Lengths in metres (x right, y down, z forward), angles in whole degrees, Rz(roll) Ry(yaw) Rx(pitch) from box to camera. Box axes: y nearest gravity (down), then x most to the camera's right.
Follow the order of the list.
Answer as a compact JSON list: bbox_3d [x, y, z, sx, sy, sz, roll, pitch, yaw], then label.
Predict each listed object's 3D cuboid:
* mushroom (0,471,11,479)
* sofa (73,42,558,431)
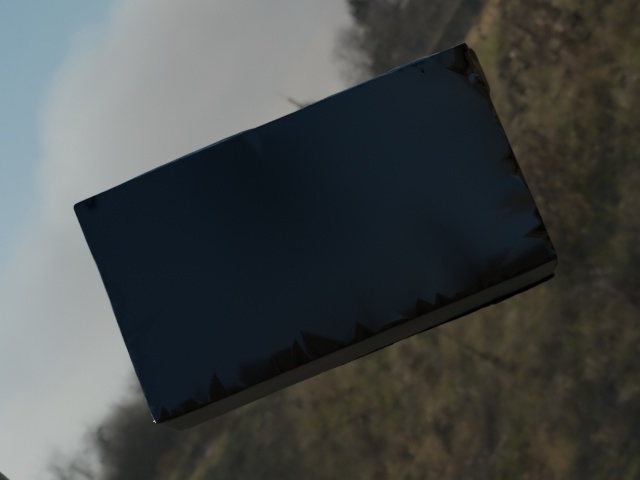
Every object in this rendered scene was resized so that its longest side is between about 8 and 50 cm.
[{"bbox_3d":[-0.133,0.232,0.686,0.097,0.351,0.109,1,24,42],"label":"mushroom"},{"bbox_3d":[0.000,0.000,0.507,0.147,0.085,0.060,-23,-9,2],"label":"sofa"}]
